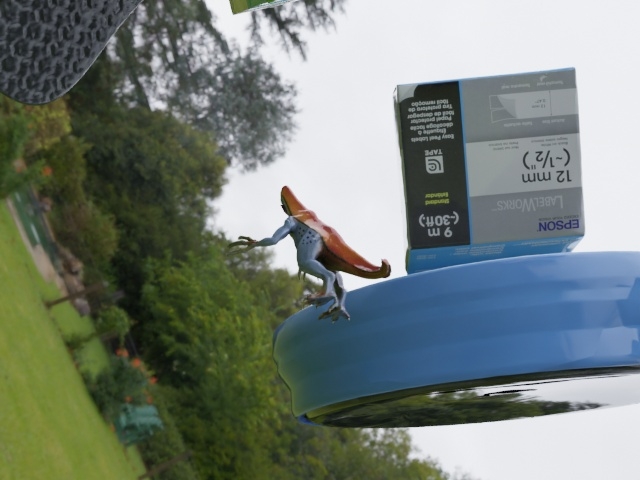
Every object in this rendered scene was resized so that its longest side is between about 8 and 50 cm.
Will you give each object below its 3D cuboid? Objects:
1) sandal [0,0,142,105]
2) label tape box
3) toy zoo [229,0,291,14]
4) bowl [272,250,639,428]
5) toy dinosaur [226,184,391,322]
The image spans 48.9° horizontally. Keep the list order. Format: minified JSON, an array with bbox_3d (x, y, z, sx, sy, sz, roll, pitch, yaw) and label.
[{"bbox_3d":[-0.259,-0.361,0.849,0.107,0.445,0.167,32,-15,37],"label":"sandal"},{"bbox_3d":[0.243,-0.060,1.020,0.115,0.249,0.347,-55,140,-87],"label":"label tape box"},{"bbox_3d":[-0.007,-0.341,0.930,0.293,0.193,0.030,-147,-139,-66],"label":"toy zoo"},{"bbox_3d":[0.155,0.107,0.611,0.391,0.392,0.077,113,-26,-68],"label":"bowl"},{"bbox_3d":[0.000,0.000,0.363,0.047,0.090,0.082,30,43,-48],"label":"toy dinosaur"}]
